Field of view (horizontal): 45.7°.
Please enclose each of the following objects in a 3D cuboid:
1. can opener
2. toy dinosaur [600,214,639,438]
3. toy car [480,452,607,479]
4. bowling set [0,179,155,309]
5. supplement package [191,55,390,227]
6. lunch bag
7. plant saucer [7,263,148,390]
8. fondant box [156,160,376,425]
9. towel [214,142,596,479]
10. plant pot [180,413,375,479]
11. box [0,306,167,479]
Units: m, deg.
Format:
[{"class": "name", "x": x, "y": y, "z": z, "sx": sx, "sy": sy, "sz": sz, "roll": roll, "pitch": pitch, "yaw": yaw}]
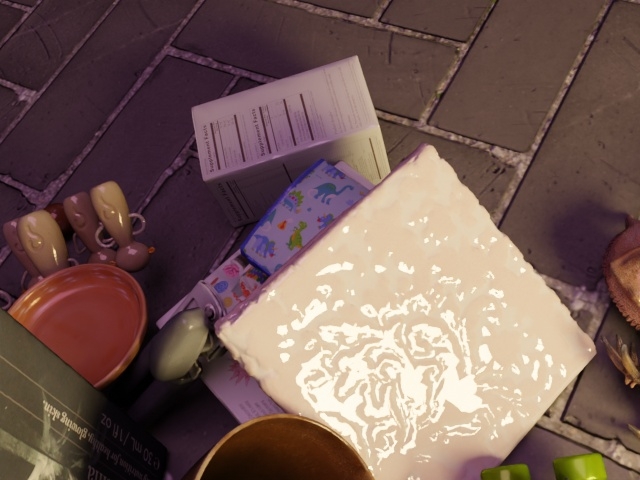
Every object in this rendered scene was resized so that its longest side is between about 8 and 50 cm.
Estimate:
[{"class": "can opener", "x": -0.191, "y": 0.145, "z": 0.876, "sx": 0.095, "sy": 0.283, "sz": 0.076, "roll": -11, "pitch": 64, "yaw": -45}, {"class": "toy dinosaur", "x": 0.384, "y": 0.073, "z": 0.858, "sx": 0.200, "sy": 0.127, "sz": 0.295, "roll": -27, "pitch": 52, "yaw": 6}, {"class": "toy car", "x": 0.230, "y": 0.283, "z": 0.714, "sx": 0.149, "sy": 0.188, "sz": 0.154, "roll": -11, "pitch": 70, "yaw": 7}, {"class": "bowling set", "x": -0.359, "y": 0.021, "z": 1.086, "sx": 0.287, "sy": 0.200, "sz": 0.154, "roll": -21, "pitch": 100, "yaw": 6}, {"class": "supplement package", "x": -0.039, "y": -0.136, "z": 1.073, "sx": 0.244, "sy": 0.139, "sz": 0.133, "roll": -16, "pitch": 59, "yaw": 4}, {"class": "lunch bag", "x": 0.000, "y": 0.000, "z": 0.898, "sx": 0.129, "sy": 0.096, "sz": 0.151, "roll": 35, "pitch": 64, "yaw": 29}, {"class": "plant saucer", "x": -0.304, "y": 0.118, "z": 0.937, "sx": 0.200, "sy": 0.037, "sz": 0.199, "roll": -8, "pitch": 51, "yaw": 10}, {"class": "fondant box", "x": -0.003, "y": 0.086, "z": 0.961, "sx": 0.330, "sy": 0.096, "sz": 0.238, "roll": -41, "pitch": 59, "yaw": -12}, {"class": "towel", "x": 0.104, "y": 0.111, "z": 0.832, "sx": 0.317, "sy": 0.053, "sz": 0.332, "roll": -43, "pitch": 101, "yaw": -14}, {"class": "plant pot", "x": -0.085, "y": 0.309, "z": 0.766, "sx": 0.230, "sy": 0.215, "sz": 0.215, "roll": -37, "pitch": 43, "yaw": 46}, {"class": "box", "x": -0.389, "y": 0.334, "z": 0.668, "sx": 0.298, "sy": 0.479, "sz": 0.471, "roll": -4, "pitch": 56, "yaw": 13}]
